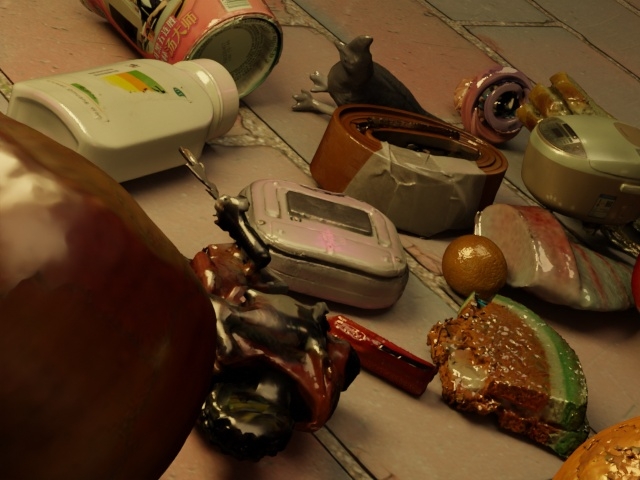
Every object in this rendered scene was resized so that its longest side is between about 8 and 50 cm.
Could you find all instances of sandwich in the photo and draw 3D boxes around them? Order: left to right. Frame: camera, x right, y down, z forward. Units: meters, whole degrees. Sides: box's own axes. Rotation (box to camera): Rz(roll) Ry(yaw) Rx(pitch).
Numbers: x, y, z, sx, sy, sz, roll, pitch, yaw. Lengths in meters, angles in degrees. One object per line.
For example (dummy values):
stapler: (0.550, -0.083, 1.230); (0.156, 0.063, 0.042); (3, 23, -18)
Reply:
sandwich: (0.207, 0.129, 1.551); (0.159, 0.079, 0.235); (12, 31, -18)
sandwich: (0.430, -0.110, 2.033); (0.254, 0.099, 0.288); (31, 19, -39)

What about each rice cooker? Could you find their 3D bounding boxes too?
rice cooker: (0.365, -0.094, 1.855); (0.206, 0.127, 0.145); (12, 30, -24)

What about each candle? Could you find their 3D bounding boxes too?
candle: (0.047, 0.120, 1.504); (0.162, 0.048, 0.053); (27, -5, 9)

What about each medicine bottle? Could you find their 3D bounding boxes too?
medicine bottle: (-0.229, -0.150, 1.689); (0.161, 0.111, 0.296); (37, 31, 24)

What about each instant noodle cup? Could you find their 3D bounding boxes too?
instant noodle cup: (-0.184, -0.322, 1.923); (0.244, 0.244, 0.255); (-7, 49, -42)

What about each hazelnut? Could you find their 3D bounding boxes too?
hazelnut: (-0.287, 0.060, 1.068); (0.409, 0.359, 0.359); (24, 28, 20)

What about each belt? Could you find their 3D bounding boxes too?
belt: (0.121, -0.094, 1.847); (0.261, 0.105, 0.184); (7, 30, -31)

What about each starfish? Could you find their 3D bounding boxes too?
starfish: (0.384, -0.032, 1.953); (0.223, 0.050, 0.217); (30, 21, 1)

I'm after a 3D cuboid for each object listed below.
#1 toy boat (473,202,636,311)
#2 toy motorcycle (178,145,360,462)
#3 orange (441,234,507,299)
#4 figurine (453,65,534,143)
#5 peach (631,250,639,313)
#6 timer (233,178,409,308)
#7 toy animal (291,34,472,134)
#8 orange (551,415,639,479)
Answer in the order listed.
toy boat: (0.345, 0.042, 1.811); (0.282, 0.096, 0.206); (18, 22, -34)
toy motorcycle: (-0.087, 0.063, 1.406); (0.207, 0.134, 0.401); (0, 37, -35)
orange: (0.189, 0.033, 1.711); (0.085, 0.085, 0.085); (17, 29, -10)
figurine: (0.262, -0.205, 2.144); (0.114, 0.126, 0.157); (55, -11, -6)
peach: (0.517, 0.055, 1.738); (0.243, 0.244, 0.199); (20, -8, -4)
timer: (0.000, 0.000, 1.640); (0.208, 0.069, 0.191); (12, 28, -15)
toy animal: (0.065, -0.199, 1.961); (0.205, 0.081, 0.367); (7, -16, 33)
orange: (0.310, 0.272, 1.214); (0.246, 0.246, 0.246); (17, 29, -10)
